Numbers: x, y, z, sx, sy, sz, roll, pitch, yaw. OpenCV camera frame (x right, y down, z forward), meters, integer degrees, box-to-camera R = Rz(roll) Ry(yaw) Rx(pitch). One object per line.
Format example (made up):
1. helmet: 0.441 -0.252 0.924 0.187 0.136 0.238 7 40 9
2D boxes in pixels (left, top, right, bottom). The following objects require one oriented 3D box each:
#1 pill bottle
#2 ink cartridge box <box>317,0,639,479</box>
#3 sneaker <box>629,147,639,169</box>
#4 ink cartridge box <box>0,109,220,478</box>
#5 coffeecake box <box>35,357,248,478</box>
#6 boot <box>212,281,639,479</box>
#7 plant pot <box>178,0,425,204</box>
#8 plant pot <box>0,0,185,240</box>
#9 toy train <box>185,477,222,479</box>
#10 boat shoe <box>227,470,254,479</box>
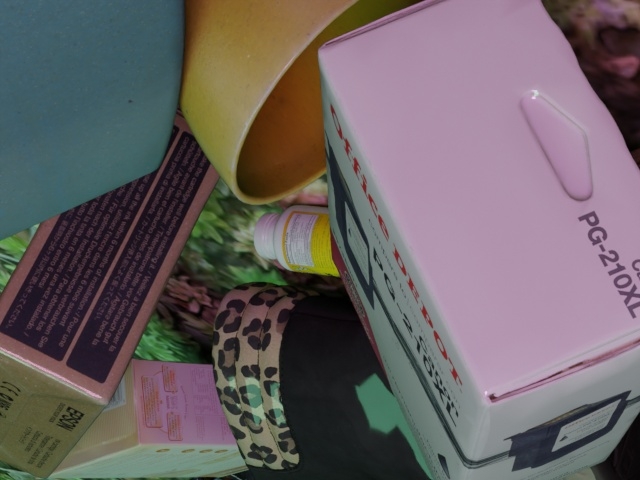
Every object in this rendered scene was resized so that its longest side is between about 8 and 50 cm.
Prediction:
1. pill bottle: 0.000 0.000 0.817 0.083 0.043 0.043 6 147 33
2. ink cartridge box: 0.076 0.016 0.605 0.100 0.172 0.237 -22 158 -7
3. sneaker: 0.267 0.034 0.602 0.282 0.099 0.153 6 145 27
4. ink cartridge box: -0.159 0.035 0.846 0.088 0.193 0.235 28 153 -9
5. coffeecake box: -0.112 0.146 1.022 0.185 0.068 0.142 10 156 -43
6. boot: 0.104 0.164 0.912 0.284 0.138 0.377 5 142 32
7. plant pot: -0.024 -0.097 0.601 0.095 0.134 0.134 43 156 17
8. plant pot: -0.151 -0.115 0.535 0.166 0.165 0.234 56 166 34
9. toy train: -0.093 0.302 1.352 0.080 0.105 0.184 -10 -172 -36
10. boat shoe: -0.021 0.208 1.128 0.301 0.102 0.108 7 147 30
